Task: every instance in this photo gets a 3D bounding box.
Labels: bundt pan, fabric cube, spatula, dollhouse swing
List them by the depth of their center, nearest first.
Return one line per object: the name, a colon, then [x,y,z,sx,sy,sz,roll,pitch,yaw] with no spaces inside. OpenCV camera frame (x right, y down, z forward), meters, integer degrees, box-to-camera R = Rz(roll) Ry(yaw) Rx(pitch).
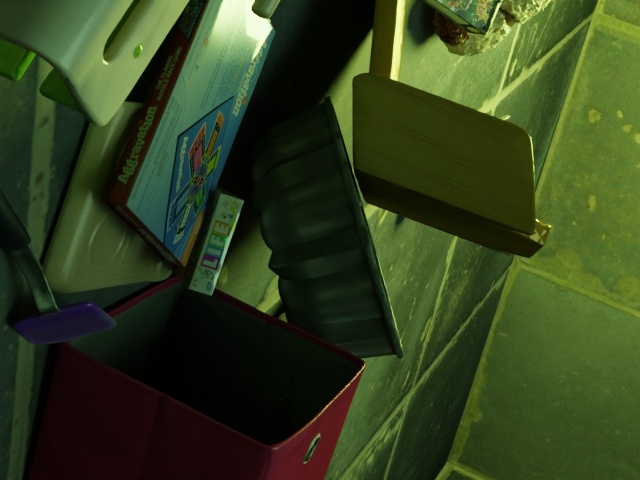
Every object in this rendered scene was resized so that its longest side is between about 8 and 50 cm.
spatula: [-0.258,0.023,1.051,0.296,0.084,0.030,74,0,-54]
fabric cube: [-0.138,0.229,1.303,0.254,0.259,0.258,-31,142,-63]
bundt pan: [0.000,0.000,1.452,0.331,0.124,0.331,-15,90,-88]
dollhouse swing: [0.180,-0.178,1.538,0.347,0.315,0.305,51,60,-82]

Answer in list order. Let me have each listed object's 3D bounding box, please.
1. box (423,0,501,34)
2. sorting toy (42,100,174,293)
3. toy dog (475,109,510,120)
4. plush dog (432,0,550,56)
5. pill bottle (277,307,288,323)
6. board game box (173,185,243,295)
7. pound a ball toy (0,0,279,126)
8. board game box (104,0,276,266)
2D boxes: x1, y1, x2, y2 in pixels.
box: [0.223,-0.438,1.731,0.159,0.044,0.233,25,88,-36]
sorting toy: [-0.189,-0.045,1.192,0.208,0.038,0.193,-2,114,-66]
toy dog: [0.301,-0.151,2.263,0.333,0.161,0.220,-40,148,-55]
plush dog: [0.282,-0.389,1.914,0.225,0.210,0.262,-47,168,17]
pill bottle: [-0.013,0.125,1.810,0.169,0.094,0.094,-53,158,-36]
board game box: [-0.126,-0.008,1.279,0.154,0.026,0.103,-151,-101,-72]
pound a ball toy: [-0.112,-0.243,0.871,0.319,0.208,0.136,-60,162,-17]
board game box: [-0.122,-0.130,1.179,0.145,0.027,0.281,54,51,-59]
